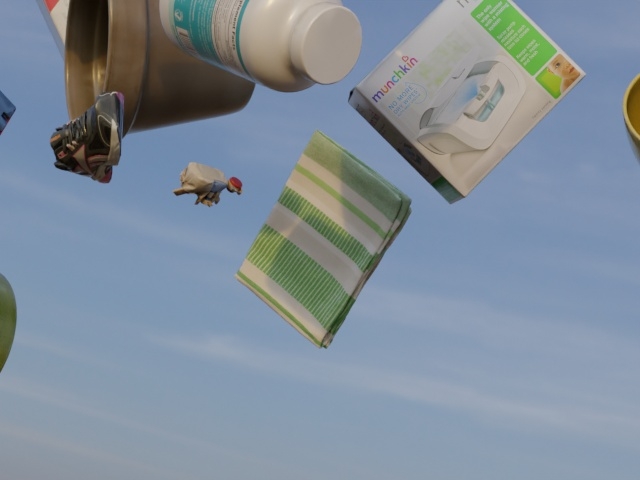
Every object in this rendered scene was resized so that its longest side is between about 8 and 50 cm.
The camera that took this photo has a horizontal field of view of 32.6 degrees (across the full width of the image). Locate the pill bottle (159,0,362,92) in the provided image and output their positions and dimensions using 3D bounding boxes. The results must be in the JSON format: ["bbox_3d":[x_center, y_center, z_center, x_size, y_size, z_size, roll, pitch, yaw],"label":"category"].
[{"bbox_3d":[-0.069,-0.266,1.331,0.264,0.146,0.146,29,-6,42],"label":"pill bottle"}]

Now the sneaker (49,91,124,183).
[{"bbox_3d":[-0.272,-0.113,1.264,0.077,0.072,0.178,5,-25,-17],"label":"sneaker"}]

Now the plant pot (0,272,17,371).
[{"bbox_3d":[-0.640,0.094,1.554,0.366,0.366,0.353,-2,-21,37],"label":"plant pot"}]

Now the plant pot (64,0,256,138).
[{"bbox_3d":[-0.266,-0.319,1.865,0.280,0.323,0.323,2,-14,-26],"label":"plant pot"}]

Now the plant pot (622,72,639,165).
[{"bbox_3d":[0.353,-0.095,1.043,0.134,0.134,0.095,8,-36,15],"label":"plant pot"}]

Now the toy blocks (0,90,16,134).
[{"bbox_3d":[-0.455,-0.169,1.058,0.381,0.191,0.261,24,-14,17],"label":"toy blocks"}]

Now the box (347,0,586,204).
[{"bbox_3d":[0.214,-0.228,1.638,0.231,0.262,0.127,46,-5,0],"label":"box"}]

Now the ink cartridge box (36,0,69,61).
[{"bbox_3d":[-0.354,-0.501,2.146,0.385,0.279,0.160,-25,0,-13],"label":"ink cartridge box"}]

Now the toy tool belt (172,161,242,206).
[{"bbox_3d":[-0.148,-0.069,1.427,0.083,0.052,0.051,16,-53,-42],"label":"toy tool belt"}]

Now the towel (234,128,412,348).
[{"bbox_3d":[0.000,0.000,1.983,0.248,0.325,0.038,38,18,25],"label":"towel"}]
